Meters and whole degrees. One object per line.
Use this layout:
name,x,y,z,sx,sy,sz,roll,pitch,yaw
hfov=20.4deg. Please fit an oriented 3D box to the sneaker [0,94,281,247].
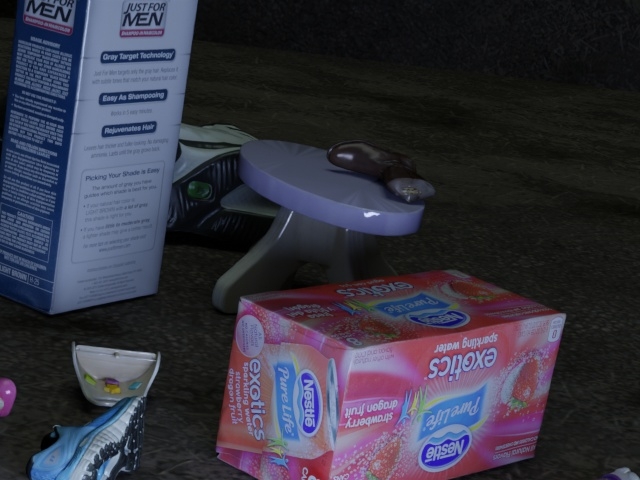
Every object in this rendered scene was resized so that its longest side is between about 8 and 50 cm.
sneaker,-0.223,-0.090,2.288,0.448,0.169,0.257,14,4,-14

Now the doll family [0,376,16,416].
doll family,-0.392,0.117,1.472,0.263,0.118,0.163,35,17,20

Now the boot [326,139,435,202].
boot,0.066,-0.074,1.963,0.106,0.037,0.114,5,21,-11

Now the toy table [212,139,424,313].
toy table,0.000,0.000,2.008,0.252,0.160,0.274,4,16,-24

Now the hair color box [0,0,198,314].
hair color box,-0.244,-0.109,1.893,0.105,0.347,0.174,19,17,33

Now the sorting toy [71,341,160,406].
sorting toy,-0.191,0.132,1.633,0.083,0.044,0.075,7,22,-10

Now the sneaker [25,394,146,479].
sneaker,-0.192,0.164,1.464,0.073,0.063,0.162,9,14,13

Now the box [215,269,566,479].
box,0.066,0.127,1.590,0.142,0.154,0.300,23,18,40

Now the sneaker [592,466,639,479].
sneaker,0.254,0.243,1.480,0.071,0.068,0.170,-10,10,-12
